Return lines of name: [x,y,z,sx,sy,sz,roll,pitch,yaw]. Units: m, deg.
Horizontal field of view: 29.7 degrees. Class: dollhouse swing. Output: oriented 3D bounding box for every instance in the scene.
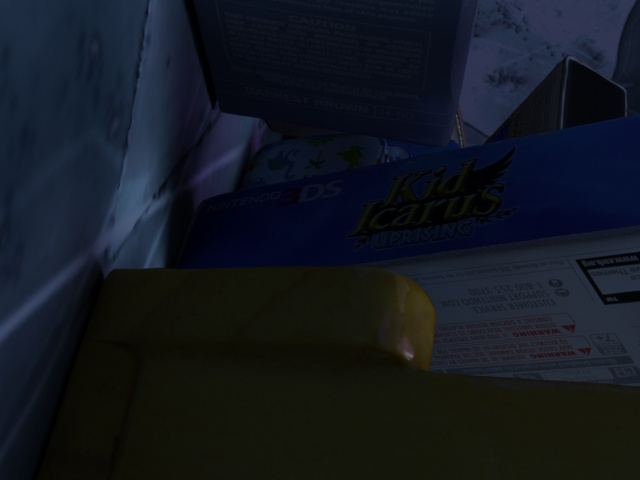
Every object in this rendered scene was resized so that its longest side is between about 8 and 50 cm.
dollhouse swing: [0.039,0.222,0.388,0.315,0.305,0.347,90,10,-61]

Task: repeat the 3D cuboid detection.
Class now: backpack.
backpack: [0.000,0.000,0.659,0.084,0.105,0.114,59,37,-47]

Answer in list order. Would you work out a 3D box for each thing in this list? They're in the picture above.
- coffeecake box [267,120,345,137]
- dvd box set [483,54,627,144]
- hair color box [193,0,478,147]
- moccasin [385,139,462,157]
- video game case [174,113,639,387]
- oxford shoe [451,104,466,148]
coffeecake box: [0.015,-0.156,0.679,0.142,0.068,0.185,47,54,-85]
dvd box set: [0.078,0.096,0.922,0.420,0.062,0.308,-50,-162,43]
hair color box: [0.018,-0.194,0.404,0.374,0.113,0.185,87,14,-71]
moccasin: [-0.001,0.077,0.744,0.117,0.137,0.342,85,29,-55]
video game case: [0.111,0.053,0.538,0.244,0.269,0.061,50,44,-40]
oxford shoe: [0.079,0.001,1.317,0.146,0.140,0.397,18,80,-77]
